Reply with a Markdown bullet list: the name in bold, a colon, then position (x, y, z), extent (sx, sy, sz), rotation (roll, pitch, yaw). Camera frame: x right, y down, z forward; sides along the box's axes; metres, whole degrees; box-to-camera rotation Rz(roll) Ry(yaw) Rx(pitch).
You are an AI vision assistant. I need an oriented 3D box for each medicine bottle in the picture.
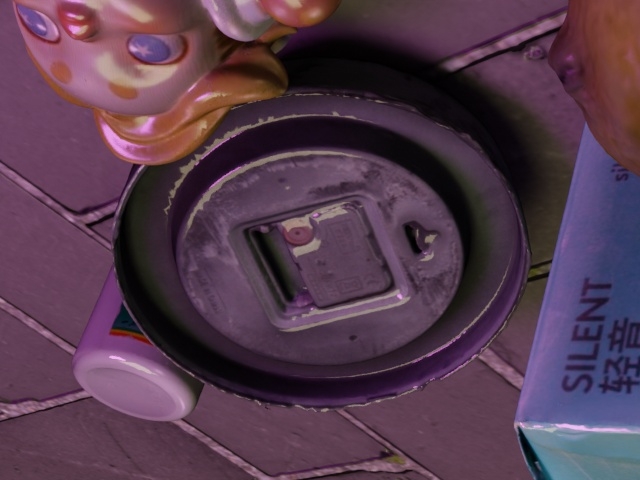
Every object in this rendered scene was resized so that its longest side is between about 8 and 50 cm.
- **medicine bottle**: position (-0.095, 0.038, 0.950), extent (0.080, 0.130, 0.080), rotation (14, 150, 9)

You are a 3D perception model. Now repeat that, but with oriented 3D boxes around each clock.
- **clock**: position (0.000, 0.000, 0.842), extent (0.226, 0.049, 0.226), rotation (0, 129, 0)

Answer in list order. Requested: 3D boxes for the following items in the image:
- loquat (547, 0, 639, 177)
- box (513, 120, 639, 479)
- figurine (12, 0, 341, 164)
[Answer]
- **loquat**: position (0.188, -0.077, 0.609), extent (0.195, 0.152, 0.152), rotation (1, 146, 13)
- **box**: position (0.256, 0.028, 0.674), extent (0.311, 0.205, 0.118), rotation (-1, 142, 31)
- **figurine**: position (-0.092, -0.163, 0.651), extent (0.193, 0.133, 0.274), rotation (-4, 132, 29)
